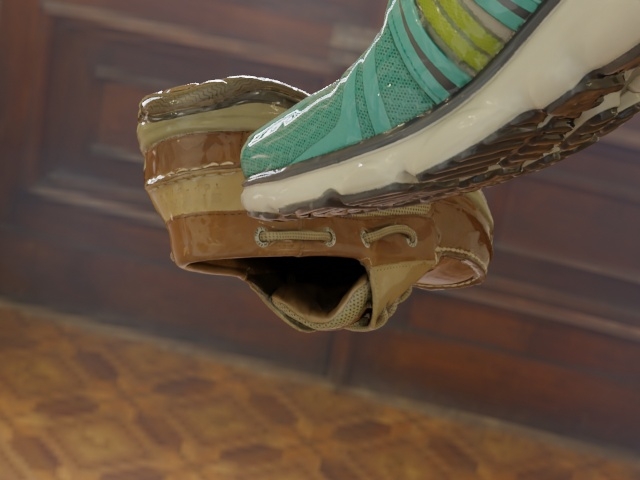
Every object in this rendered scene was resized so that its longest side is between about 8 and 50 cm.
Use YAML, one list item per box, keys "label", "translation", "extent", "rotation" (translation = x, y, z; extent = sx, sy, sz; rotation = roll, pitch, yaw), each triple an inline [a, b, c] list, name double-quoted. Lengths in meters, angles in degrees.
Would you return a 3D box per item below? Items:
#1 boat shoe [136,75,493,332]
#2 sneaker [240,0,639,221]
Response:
- label: "boat shoe"
  translation: [0.000, 0.000, 1.107]
  extent: [0.122, 0.120, 0.324]
  rotation: [-13, -19, 33]
- label: "sneaker"
  translation: [0.070, -0.088, 0.619]
  extent: [0.107, 0.275, 0.110]
  rotation: [-11, 71, -50]
